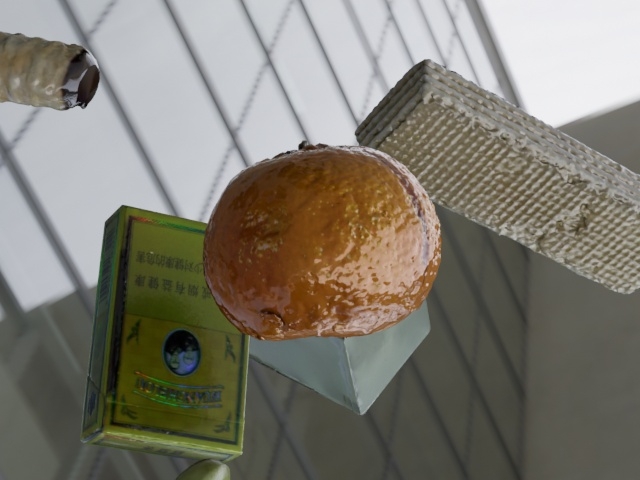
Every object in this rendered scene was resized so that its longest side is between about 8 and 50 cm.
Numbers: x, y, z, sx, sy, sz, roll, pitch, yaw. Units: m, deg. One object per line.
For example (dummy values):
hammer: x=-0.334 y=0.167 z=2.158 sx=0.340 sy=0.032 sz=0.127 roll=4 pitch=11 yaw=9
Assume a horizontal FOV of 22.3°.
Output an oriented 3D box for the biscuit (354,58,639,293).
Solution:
biscuit: x=0.244 y=-0.063 z=1.883 sx=0.144 sy=0.426 sz=0.078 roll=-47 pitch=-150 yaw=33

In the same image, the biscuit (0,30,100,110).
biscuit: x=-0.274 y=-0.133 z=1.208 sx=0.219 sy=0.055 sz=0.061 roll=10 pitch=-116 yaw=13

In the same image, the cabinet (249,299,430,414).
cabinet: x=-0.005 y=0.069 z=1.853 sx=0.206 sy=0.150 sz=0.145 roll=24 pitch=-123 yaw=29

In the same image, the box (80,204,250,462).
box: x=-0.138 y=0.089 z=1.507 sx=0.064 sy=0.141 sz=0.220 roll=-32 pitch=-131 yaw=59

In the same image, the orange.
orange: x=0.000 y=0.000 z=1.305 sx=0.193 sy=0.161 sz=0.193 roll=-8 pitch=-173 yaw=1

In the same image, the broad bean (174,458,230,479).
broad bean: x=-0.096 y=0.199 z=1.274 sx=0.063 sy=0.045 sz=0.083 roll=-41 pitch=166 yaw=-7
